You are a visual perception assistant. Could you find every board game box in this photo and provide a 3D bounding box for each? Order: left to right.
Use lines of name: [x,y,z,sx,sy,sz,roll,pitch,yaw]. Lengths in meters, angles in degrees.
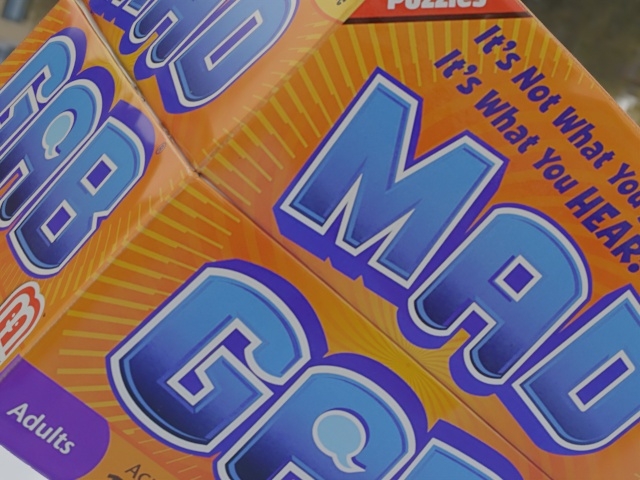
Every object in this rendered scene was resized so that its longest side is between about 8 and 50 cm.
board game box: [0.000,0.000,1.126,0.356,0.356,0.356,42,-175,-29]
